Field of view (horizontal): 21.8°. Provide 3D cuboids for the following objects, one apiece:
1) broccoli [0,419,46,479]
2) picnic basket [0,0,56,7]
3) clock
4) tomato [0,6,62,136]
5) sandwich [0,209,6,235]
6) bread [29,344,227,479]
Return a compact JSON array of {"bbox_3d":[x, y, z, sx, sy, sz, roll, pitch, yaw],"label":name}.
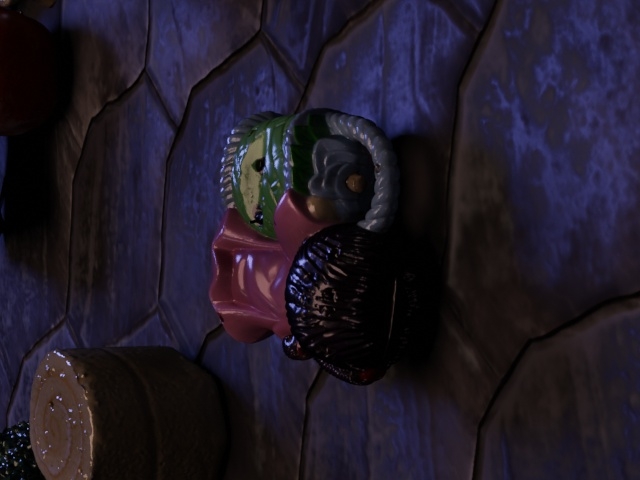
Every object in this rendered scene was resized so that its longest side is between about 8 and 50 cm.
[{"bbox_3d":[-0.267,0.279,1.567,0.194,0.219,0.194,-1,86,18],"label":"broccoli"},{"bbox_3d":[-0.250,-0.396,1.508,0.313,0.175,0.228,61,144,7],"label":"picnic basket"},{"bbox_3d":[0.000,0.000,1.227,0.195,0.100,0.194,18,105,56],"label":"clock"},{"bbox_3d":[-0.319,-0.179,1.766,0.159,0.091,0.139,108,166,-85],"label":"tomato"},{"bbox_3d":[-0.405,-0.117,1.842,0.226,0.087,0.251,-114,18,-89],"label":"sandwich"},{"bbox_3d":[-0.172,0.163,1.484,0.148,0.141,0.134,49,128,45],"label":"bread"}]
